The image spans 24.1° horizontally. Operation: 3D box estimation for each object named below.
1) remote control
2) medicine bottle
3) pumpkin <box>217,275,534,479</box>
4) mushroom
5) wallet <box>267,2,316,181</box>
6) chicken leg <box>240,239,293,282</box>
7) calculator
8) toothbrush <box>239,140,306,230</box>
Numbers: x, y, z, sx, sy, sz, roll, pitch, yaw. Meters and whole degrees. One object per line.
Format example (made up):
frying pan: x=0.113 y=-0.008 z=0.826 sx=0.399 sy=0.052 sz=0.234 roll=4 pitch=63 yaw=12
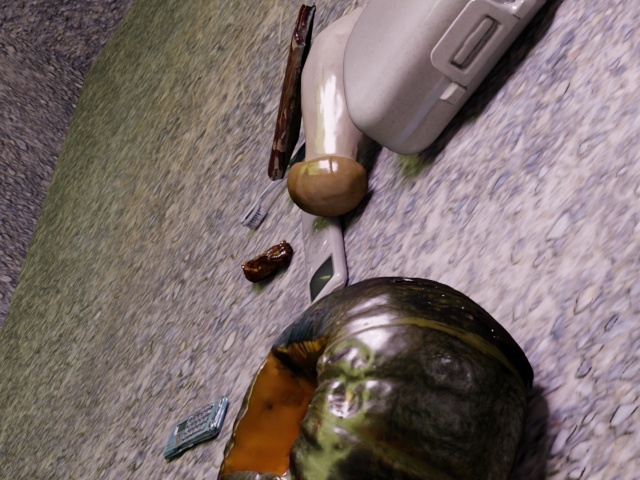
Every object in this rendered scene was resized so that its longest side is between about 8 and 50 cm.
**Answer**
remote control: x=0.000 y=0.000 z=1.884 sx=0.067 sy=0.029 sz=0.261 roll=-53 pitch=20 yaw=24
medicine bottle: x=0.161 y=-0.290 z=1.722 sx=0.375 sy=0.123 sz=0.282 roll=-51 pitch=23 yaw=27
pumpkin: x=0.037 y=0.178 z=1.272 sx=0.320 sy=0.192 sz=0.320 roll=-54 pitch=18 yaw=26
mushroom: x=0.032 y=-0.185 z=1.928 sx=0.128 sy=0.128 sz=0.350 roll=-38 pitch=33 yaw=50
wallet: x=-0.040 y=-0.202 z=2.049 sx=0.122 sy=0.031 sz=0.232 roll=-76 pitch=-3 yaw=-52
chicken leg: x=-0.079 y=0.031 z=2.045 sx=0.062 sy=0.037 sz=0.145 roll=-47 pitch=8 yaw=-36
calculator: x=-0.169 y=0.252 z=1.996 sx=0.172 sy=0.018 sz=0.057 roll=-35 pitch=30 yaw=56
toothbrush: x=-0.028 y=-0.121 z=2.149 sx=0.288 sy=0.026 sz=0.024 roll=-51 pitch=20 yaw=24
